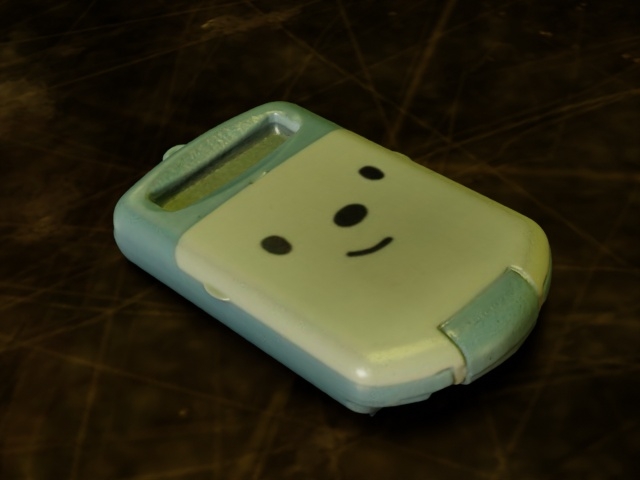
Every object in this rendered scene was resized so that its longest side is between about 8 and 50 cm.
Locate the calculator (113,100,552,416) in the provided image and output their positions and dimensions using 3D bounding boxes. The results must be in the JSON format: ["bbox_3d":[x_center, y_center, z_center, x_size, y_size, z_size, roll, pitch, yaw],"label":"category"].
[{"bbox_3d":[0.000,0.000,0.522,0.121,0.039,0.210,-35,48,-30],"label":"calculator"}]
